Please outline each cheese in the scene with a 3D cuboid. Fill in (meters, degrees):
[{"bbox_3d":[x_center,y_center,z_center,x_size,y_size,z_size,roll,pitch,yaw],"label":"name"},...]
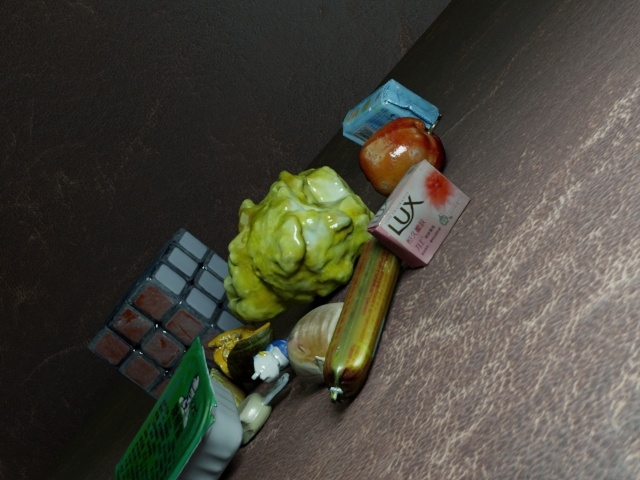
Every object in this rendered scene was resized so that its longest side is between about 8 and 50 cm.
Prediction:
[{"bbox_3d":[-0.115,0.304,1.674,0.171,0.047,0.092,-43,12,34],"label":"cheese"}]

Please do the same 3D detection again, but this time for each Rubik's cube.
[{"bbox_3d":[-0.369,0.206,2.461,0.305,0.304,0.301,-44,11,26],"label":"Rubik's cube"}]

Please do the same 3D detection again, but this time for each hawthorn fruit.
[{"bbox_3d":[0.174,-0.174,1.842,0.194,0.157,0.157,-45,11,17],"label":"hawthorn fruit"}]

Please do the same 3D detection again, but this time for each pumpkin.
[{"bbox_3d":[-0.148,0.232,1.905,0.119,0.107,0.183,-31,10,-21],"label":"pumpkin"}]

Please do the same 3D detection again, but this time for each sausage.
[{"bbox_3d":[0.065,0.124,1.453,0.082,0.082,0.371,-44,13,35],"label":"sausage"}]

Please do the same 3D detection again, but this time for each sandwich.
[{"bbox_3d":[-0.208,0.321,1.913,0.090,0.088,0.244,-55,10,-3],"label":"sandwich"}]

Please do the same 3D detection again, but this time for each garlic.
[{"bbox_3d":[0.019,0.156,1.565,0.128,0.090,0.198,-21,20,41],"label":"garlic"}]

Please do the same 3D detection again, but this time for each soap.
[{"bbox_3d":[0.167,-0.293,2.319,0.293,0.156,0.077,-28,36,61],"label":"soap"}]

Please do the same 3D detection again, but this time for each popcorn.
[{"bbox_3d":[-0.038,0.009,1.936,0.334,0.293,0.292,-33,-40,-47],"label":"popcorn"}]

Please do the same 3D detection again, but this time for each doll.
[{"bbox_3d":[-0.064,0.199,1.696,0.114,0.057,0.227,-40,-2,26],"label":"doll"}]

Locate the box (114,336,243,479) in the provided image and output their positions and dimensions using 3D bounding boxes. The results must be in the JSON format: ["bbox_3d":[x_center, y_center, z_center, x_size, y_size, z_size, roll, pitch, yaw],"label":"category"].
[{"bbox_3d":[-0.242,0.376,1.646,0.336,0.106,0.264,-57,25,13],"label":"box"}]

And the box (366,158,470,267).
[{"bbox_3d":[0.161,-0.044,1.536,0.156,0.111,0.060,-56,11,-20],"label":"box"}]
